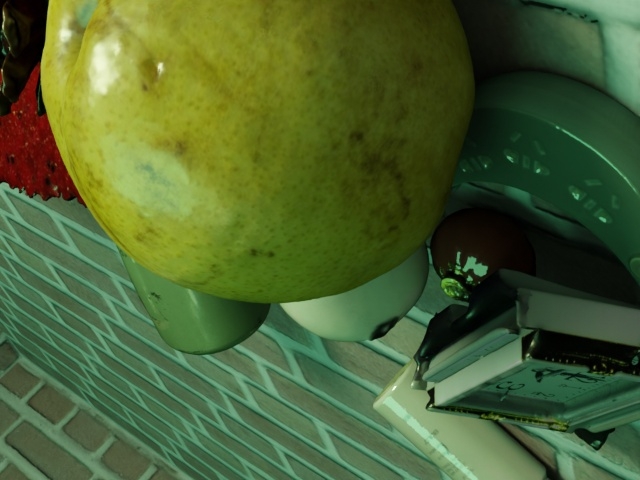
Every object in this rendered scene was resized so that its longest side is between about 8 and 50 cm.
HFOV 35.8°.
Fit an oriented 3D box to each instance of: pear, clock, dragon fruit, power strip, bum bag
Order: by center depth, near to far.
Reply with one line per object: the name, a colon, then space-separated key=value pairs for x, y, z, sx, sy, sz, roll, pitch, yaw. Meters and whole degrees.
pear: x=-0.044 y=-0.102 z=0.720 sx=0.314 sy=0.314 sz=0.314 roll=35 pitch=154 yaw=19
power strip: x=0.193 y=-0.046 z=0.766 sx=0.253 sy=0.054 sz=0.167 roll=29 pitch=153 yaw=31
clock: x=0.203 y=0.099 z=0.850 sx=0.187 sy=0.083 sz=0.253 roll=11 pitch=158 yaw=-12
bum bag: x=0.280 y=0.174 z=1.009 sx=0.058 sy=0.034 sz=0.124 roll=48 pitch=159 yaw=25
dragon fruit: x=-0.315 y=-0.184 z=1.124 sx=0.344 sy=0.100 sz=0.282 roll=16 pitch=117 yaw=50

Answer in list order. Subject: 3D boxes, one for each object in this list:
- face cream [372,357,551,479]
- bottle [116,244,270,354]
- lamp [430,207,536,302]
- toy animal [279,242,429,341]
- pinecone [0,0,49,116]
face cream: x=0.208 y=0.275 z=1.218 sx=0.311 sy=0.092 sz=0.092 roll=40 pitch=156 yaw=4
bottle: x=-0.187 y=-0.020 z=1.266 sx=0.169 sy=0.168 sz=0.346 roll=21 pitch=143 yaw=41
lamp: x=0.147 y=0.016 z=0.892 sx=0.101 sy=0.090 sz=0.101 roll=36 pitch=156 yaw=18
toy animal: x=0.004 y=-0.006 z=0.956 sx=0.235 sy=0.165 sz=0.187 roll=31 pitch=151 yaw=47
pinecone: x=-0.240 y=-0.216 z=0.893 sx=0.246 sy=0.292 sz=0.246 roll=164 pitch=90 yaw=-81
